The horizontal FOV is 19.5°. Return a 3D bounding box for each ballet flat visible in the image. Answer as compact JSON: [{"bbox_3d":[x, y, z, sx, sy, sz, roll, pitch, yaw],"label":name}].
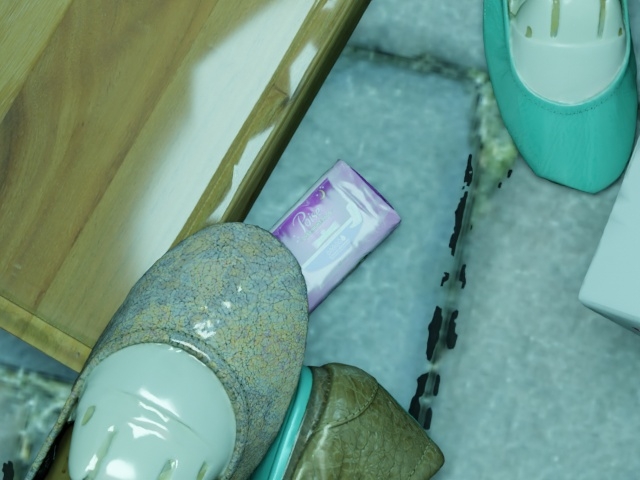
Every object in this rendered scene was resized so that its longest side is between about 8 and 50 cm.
[{"bbox_3d":[-0.030,0.234,0.997,0.124,0.116,0.342,27,82,-14],"label":"ballet flat"},{"bbox_3d":[0.129,-0.150,1.021,0.083,0.087,0.247,-6,85,0],"label":"ballet flat"},{"bbox_3d":[-0.105,0.135,0.948,0.108,0.106,0.316,30,109,0],"label":"ballet flat"}]

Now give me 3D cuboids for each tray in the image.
[{"bbox_3d":[-0.088,-0.140,1.038,0.203,0.076,0.411,30,88,5],"label":"tray"}]

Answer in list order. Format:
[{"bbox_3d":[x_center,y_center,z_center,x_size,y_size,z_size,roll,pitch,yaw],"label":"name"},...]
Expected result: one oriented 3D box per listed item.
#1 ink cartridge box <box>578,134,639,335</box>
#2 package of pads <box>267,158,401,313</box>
[{"bbox_3d":[0.294,0.040,0.877,0.278,0.201,0.117,20,86,46],"label":"ink cartridge box"},{"bbox_3d":[0.000,0.000,1.041,0.050,0.032,0.083,44,88,4],"label":"package of pads"}]
